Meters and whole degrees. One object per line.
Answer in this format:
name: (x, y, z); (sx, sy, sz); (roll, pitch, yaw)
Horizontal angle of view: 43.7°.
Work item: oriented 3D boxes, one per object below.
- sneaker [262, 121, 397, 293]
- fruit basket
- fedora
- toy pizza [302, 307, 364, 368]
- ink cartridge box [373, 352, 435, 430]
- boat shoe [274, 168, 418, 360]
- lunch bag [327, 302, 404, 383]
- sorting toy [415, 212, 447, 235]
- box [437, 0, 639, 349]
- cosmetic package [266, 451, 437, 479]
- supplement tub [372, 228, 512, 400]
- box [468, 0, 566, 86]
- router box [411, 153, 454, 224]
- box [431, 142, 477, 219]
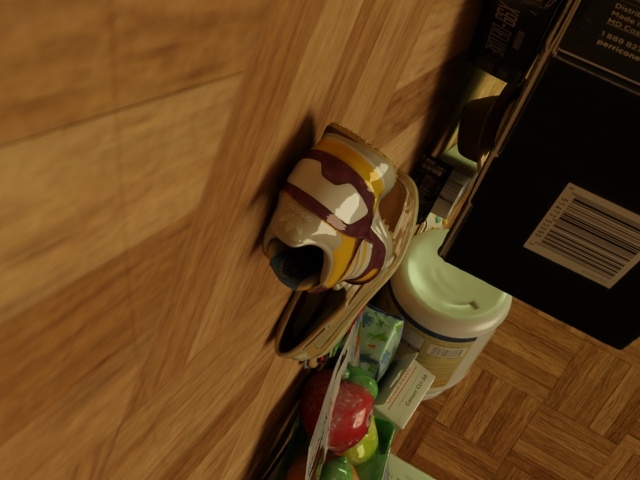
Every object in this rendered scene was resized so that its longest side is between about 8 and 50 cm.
sneaker: (0.000, 0.000, 0.511); (0.084, 0.069, 0.185); (-49, 161, -15)
fruit basket: (0.032, 0.292, 1.155); (0.327, 0.165, 0.353); (-65, 168, -53)
fedora: (0.273, -0.179, 1.283); (0.194, 0.079, 0.194); (-37, 137, -45)
toy pizza: (0.038, 0.074, 0.990); (0.201, 0.032, 0.201); (-58, 170, -16)
ink cartridge box: (0.124, 0.270, 1.383); (0.115, 0.067, 0.198); (-53, -177, -25)
boat shoe: (0.020, 0.025, 0.678); (0.190, 0.068, 0.072); (-63, 159, 13)
lunch bag: (0.075, 0.206, 1.372); (0.129, 0.096, 0.151); (-52, 157, -44)
sorting toy: (0.224, -0.028, 1.677); (0.075, 0.045, 0.083); (-5, 126, -55)
box: (0.414, -0.189, 0.990); (0.472, 0.297, 0.480); (-60, 171, -24)
cosmetic package: (0.000, 0.584, 1.365); (0.394, 0.327, 0.330); (-46, 162, -54)
supplement tub: (0.212, 0.153, 1.533); (0.228, 0.228, 0.316); (-54, 168, -37)
box: (0.279, -0.356, 0.888); (0.308, 0.076, 0.242); (-60, 171, -10)
router box: (0.146, -0.072, 1.120); (0.092, 0.038, 0.122); (-64, 170, 10)
box: (0.224, -0.108, 1.346); (0.063, 0.067, 0.324); (-64, 171, 21)
